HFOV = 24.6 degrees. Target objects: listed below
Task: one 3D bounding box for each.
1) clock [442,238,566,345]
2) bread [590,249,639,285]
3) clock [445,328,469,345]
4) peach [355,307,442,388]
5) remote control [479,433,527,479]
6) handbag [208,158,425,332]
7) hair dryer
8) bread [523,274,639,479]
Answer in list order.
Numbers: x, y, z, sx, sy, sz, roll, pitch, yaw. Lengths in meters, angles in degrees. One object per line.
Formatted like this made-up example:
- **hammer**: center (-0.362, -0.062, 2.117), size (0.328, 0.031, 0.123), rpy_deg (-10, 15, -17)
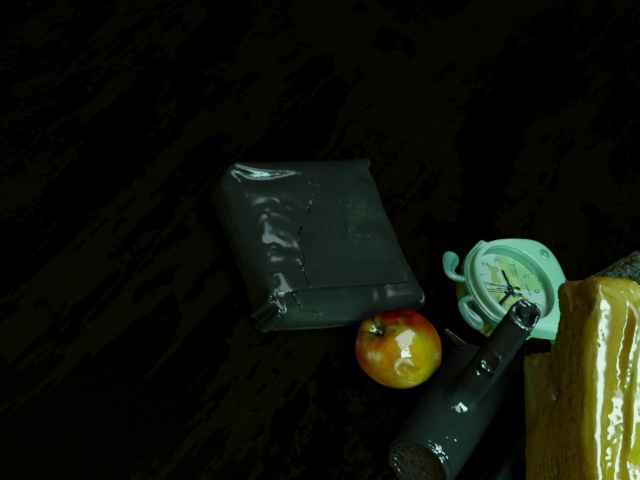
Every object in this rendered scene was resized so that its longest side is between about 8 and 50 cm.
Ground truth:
- **clock**: center (0.243, 0.068, 1.927), size (0.188, 0.060, 0.148), rpy_deg (5, 54, -31)
- **bread**: center (0.405, 0.183, 1.864), size (0.113, 0.165, 0.417), rpy_deg (37, 41, -21)
- **clock**: center (0.188, 0.138, 1.828), size (0.074, 0.010, 0.083), rpy_deg (43, -3, -41)
- **peach**: center (0.094, 0.131, 1.749), size (0.100, 0.101, 0.101), rpy_deg (19, 47, -21)
- **remote control**: center (0.215, 0.306, 1.723), size (0.072, 0.042, 0.222), rpy_deg (41, 42, -1)
- **handbag**: center (0.000, 0.000, 1.800), size (0.246, 0.080, 0.223), rpy_deg (-4, 58, -36)
- **hair dryer**: center (0.179, 0.154, 1.676), size (0.089, 0.251, 0.197), rpy_deg (34, 44, 8)
- **bread**: center (0.304, 0.229, 1.667), size (0.109, 0.185, 0.381), rpy_deg (1, 84, -22)
